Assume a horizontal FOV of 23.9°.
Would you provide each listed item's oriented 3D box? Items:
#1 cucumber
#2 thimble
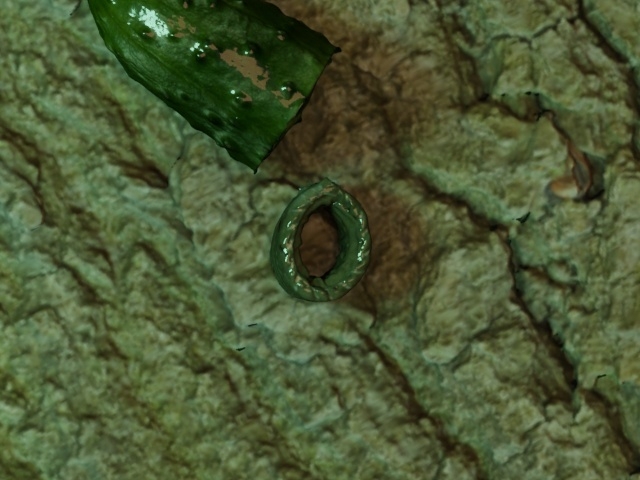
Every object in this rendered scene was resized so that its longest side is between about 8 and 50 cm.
[{"bbox_3d":[-0.111,-0.173,1.296,0.244,0.134,0.134,35,80,-6],"label":"cucumber"},{"bbox_3d":[0.000,0.000,1.341,0.084,0.062,0.110,2,87,-12],"label":"thimble"}]
